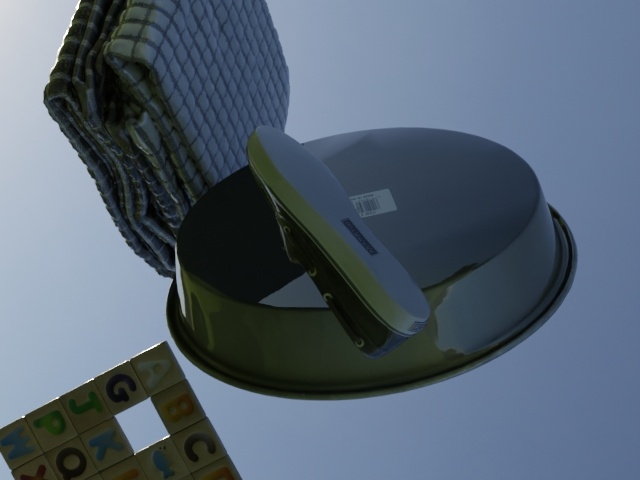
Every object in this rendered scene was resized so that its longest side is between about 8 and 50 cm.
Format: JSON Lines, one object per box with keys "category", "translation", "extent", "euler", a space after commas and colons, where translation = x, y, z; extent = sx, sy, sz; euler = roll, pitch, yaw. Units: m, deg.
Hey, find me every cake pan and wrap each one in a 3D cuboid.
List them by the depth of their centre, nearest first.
{"category": "cake pan", "translation": [0.028, -0.003, 0.650], "extent": [0.293, 0.293, 0.054], "euler": [29, -41, 49]}

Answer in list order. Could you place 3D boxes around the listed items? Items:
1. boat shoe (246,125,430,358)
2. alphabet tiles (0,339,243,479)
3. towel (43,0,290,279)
{"category": "boat shoe", "translation": [0.000, 0.000, 0.491], "extent": [0.040, 0.049, 0.142], "euler": [-47, -110, 27]}
{"category": "alphabet tiles", "translation": [-0.169, 0.240, 0.858], "extent": [0.198, 0.009, 0.237], "euler": [-28, -89, 10]}
{"category": "towel", "translation": [-0.125, -0.127, 0.807], "extent": [0.121, 0.284, 0.235], "euler": [0, -125, 17]}
